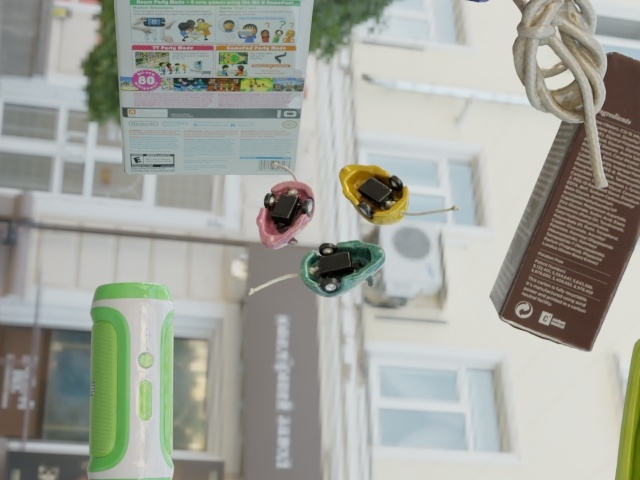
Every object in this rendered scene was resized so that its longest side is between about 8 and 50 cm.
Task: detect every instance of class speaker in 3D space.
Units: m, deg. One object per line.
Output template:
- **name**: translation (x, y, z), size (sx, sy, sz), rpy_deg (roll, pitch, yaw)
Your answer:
- **speaker**: translation (-0.272, 0.214, 1.695), size (0.131, 0.131, 0.297), rpy_deg (141, -51, -73)

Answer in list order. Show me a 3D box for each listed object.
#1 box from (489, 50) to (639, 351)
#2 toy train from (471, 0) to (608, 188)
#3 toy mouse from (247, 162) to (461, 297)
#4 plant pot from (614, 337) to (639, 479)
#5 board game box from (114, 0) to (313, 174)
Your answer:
- **box**: translation (0.368, -0.057, 1.614), size (0.191, 0.143, 0.381), rpy_deg (-56, 166, -82)
- **toy train**: translation (0.040, -0.137, 0.522), size (0.143, 0.105, 0.248), rpy_deg (9, -57, 49)
- **toy mouse**: translation (0.000, 0.000, 0.874), size (0.161, 0.143, 0.031), rpy_deg (30, -24, 33)
- **plant pot**: translation (0.422, 0.191, 1.065), size (0.227, 0.207, 0.228), rpy_deg (-38, -153, 52)
- **board game box**: translation (-0.133, -0.213, 1.419), size (0.303, 0.224, 0.098), rpy_deg (99, -13, -50)
